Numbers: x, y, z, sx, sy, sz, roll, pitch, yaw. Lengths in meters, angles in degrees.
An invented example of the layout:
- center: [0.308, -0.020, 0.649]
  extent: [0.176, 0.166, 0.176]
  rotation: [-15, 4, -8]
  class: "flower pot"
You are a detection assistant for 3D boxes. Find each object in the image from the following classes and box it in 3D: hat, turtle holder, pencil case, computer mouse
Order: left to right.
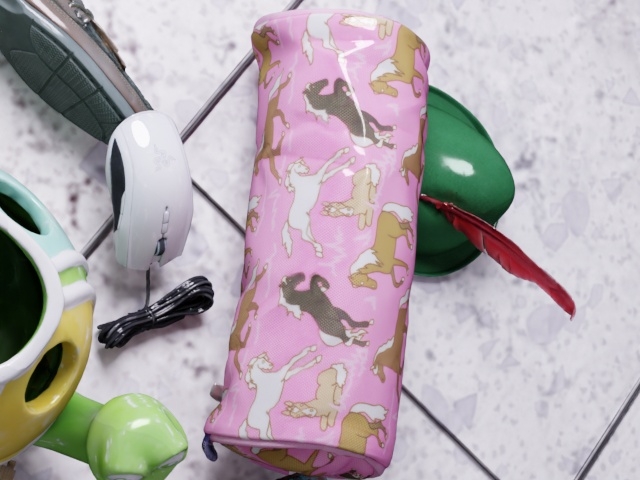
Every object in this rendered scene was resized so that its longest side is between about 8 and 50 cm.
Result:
- center: [-0.267, 0.076, 1.253]
  extent: [0.243, 0.227, 0.320]
  rotation: [-28, 95, -28]
  class: "turtle holder"
- center: [-0.134, -0.008, 1.402]
  extent: [0.106, 0.042, 0.193]
  rotation: [-16, 120, -28]
  class: "computer mouse"
- center: [0.000, 0.000, 1.438]
  extent: [0.167, 0.160, 0.386]
  rotation: [4, 78, 17]
  class: "pencil case"
- center: [0.140, -0.056, 1.514]
  extent: [0.208, 0.183, 0.173]
  rotation: [44, 66, -17]
  class: "hat"

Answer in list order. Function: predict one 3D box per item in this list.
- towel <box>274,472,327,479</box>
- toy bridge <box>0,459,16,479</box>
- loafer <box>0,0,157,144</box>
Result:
- center: [-0.035, 0.383, 1.381]
  extent: [0.271, 0.040, 0.370]
  rotation: [-6, 85, -59]
  class: "towel"
- center: [-0.271, 0.259, 1.349]
  extent: [0.063, 0.026, 0.188]
  rotation: [27, 73, -25]
  class: "toy bridge"
- center: [-0.224, -0.187, 1.391]
  extent: [0.267, 0.096, 0.084]
  rotation: [43, 61, -15]
  class: "loafer"
